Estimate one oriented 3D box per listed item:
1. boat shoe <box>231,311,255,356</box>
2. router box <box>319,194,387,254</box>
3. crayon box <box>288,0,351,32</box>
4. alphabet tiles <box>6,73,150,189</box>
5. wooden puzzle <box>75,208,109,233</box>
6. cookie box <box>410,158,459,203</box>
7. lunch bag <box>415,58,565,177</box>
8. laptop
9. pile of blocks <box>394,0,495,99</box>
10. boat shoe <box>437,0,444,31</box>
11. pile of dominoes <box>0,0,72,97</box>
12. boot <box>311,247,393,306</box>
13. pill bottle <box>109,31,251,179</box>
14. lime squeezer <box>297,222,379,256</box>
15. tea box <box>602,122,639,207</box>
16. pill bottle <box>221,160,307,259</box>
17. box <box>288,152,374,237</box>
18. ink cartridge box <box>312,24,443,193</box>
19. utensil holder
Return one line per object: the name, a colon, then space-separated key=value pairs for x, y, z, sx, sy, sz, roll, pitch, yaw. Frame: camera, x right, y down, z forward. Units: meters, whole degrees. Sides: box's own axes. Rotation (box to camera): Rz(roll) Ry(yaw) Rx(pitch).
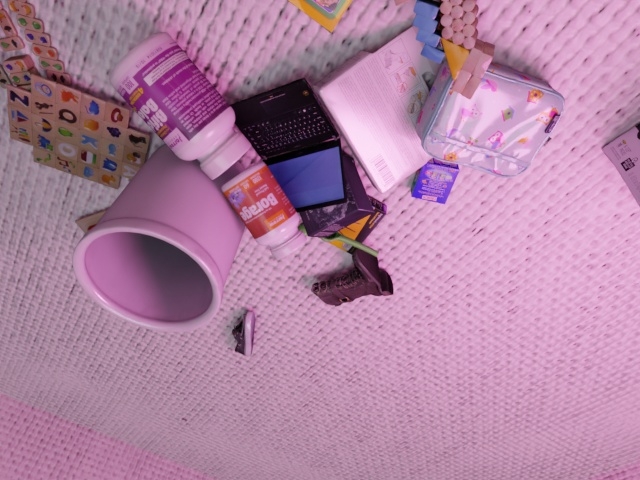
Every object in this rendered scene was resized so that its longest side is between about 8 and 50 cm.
boat shoe: x=-0.271 y=0.324 z=1.695 sx=0.076 sy=0.080 sz=0.228 roll=9 pitch=138 yaw=-1
router box: x=0.078 y=-0.056 z=1.326 sx=0.133 sy=0.046 sz=0.179 roll=26 pitch=130 yaw=-13
crayon box: x=0.032 y=-0.553 z=0.888 sx=0.165 sy=0.081 sz=0.278 roll=31 pitch=128 yaw=-16
alphabet tiles: x=-0.621 y=-0.267 z=1.256 sx=0.342 sy=0.011 sz=0.285 roll=19 pitch=136 yaw=-13
wooden puzzle: x=-0.598 y=-0.001 z=1.486 sx=0.238 sy=0.044 sz=0.221 roll=-13 pitch=127 yaw=20
cookie box: x=0.284 y=-0.151 z=1.216 sx=0.091 sy=0.040 sz=0.107 roll=12 pitch=131 yaw=-2
lunch bag: x=0.360 y=-0.255 z=1.046 sx=0.279 sy=0.108 sz=0.224 roll=14 pitch=124 yaw=-12
laptop: x=-0.083 y=-0.204 z=1.141 sx=0.234 sy=0.137 sz=0.264 roll=-10 pitch=137 yaw=30
pile of blocks: x=0.216 y=-0.437 z=0.865 sx=0.148 sy=0.113 sz=0.362 roll=-6 pitch=120 yaw=26
boat shoe: x=0.260 y=-0.457 z=0.942 sx=0.064 sy=0.060 sz=0.178 roll=11 pitch=127 yaw=-9
pile of dominoes: x=-0.718 y=-0.457 z=1.120 sx=0.195 sy=0.040 sz=0.251 roll=-3 pitch=130 yaw=12
boot: x=0.075 y=0.125 z=1.435 sx=0.229 sy=0.091 sz=0.263 roll=-14 pitch=142 yaw=22
pill bottle: x=-0.300 y=-0.288 z=1.084 sx=0.169 sy=0.169 sz=0.301 roll=-31 pitch=109 yaw=30
lime squeezer: x=0.000 y=0.000 z=1.310 sx=0.310 sy=0.059 sz=0.110 roll=0 pitch=116 yaw=30
tea box: x=0.808 y=-0.137 z=0.953 sx=0.220 sy=0.329 sz=0.323 roll=37 pitch=125 yaw=-21
pill bottle: x=-0.127 y=-0.067 z=1.153 sx=0.121 sy=0.121 sz=0.216 roll=-28 pitch=101 yaw=28
box: x=0.025 y=-0.109 z=1.209 sx=0.158 sy=0.156 sz=0.093 roll=-28 pitch=165 yaw=28
ink cartridge box: x=0.169 y=-0.294 z=1.099 sx=0.261 sy=0.066 sz=0.296 roll=-35 pitch=121 yaw=3
utensil holder: x=-0.354 y=-0.024 z=1.202 sx=0.327 sy=0.385 sz=0.328 roll=4 pitch=130 yaw=5
